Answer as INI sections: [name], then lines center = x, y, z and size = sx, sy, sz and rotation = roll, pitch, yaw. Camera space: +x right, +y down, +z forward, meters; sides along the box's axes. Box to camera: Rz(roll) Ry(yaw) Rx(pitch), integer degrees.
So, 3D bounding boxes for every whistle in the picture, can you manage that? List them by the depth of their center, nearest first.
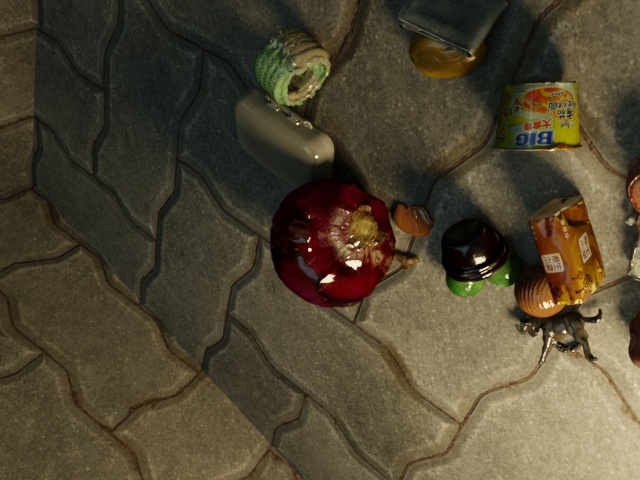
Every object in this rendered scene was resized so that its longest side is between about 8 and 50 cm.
[whistle]
center = 0.739, -0.064, 1.238
size = 0.142, 0.133, 0.345
rotation = 13, 127, 26

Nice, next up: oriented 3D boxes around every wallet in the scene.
[wallet]
center = 0.312, -0.547, 1.351
size = 0.222, 0.036, 0.167
rotation = 35, 85, 22

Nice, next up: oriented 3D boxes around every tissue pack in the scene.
[tissue pack]
center = 0.594, 0.020, 1.356
size = 0.092, 0.183, 0.226
rotation = -9, 103, 44

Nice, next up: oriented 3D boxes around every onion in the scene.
[onion]
center = 0.000, 0.000, 1.765
size = 0.420, 0.399, 0.397
rotation = 16, 123, 60

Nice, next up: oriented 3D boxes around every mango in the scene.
[mango]
center = 0.316, -0.475, 1.408
size = 0.195, 0.098, 0.137
rotation = 10, 127, 34

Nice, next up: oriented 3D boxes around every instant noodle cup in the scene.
[instant noodle cup]
center = 0.502, -0.286, 1.293
size = 0.205, 0.205, 0.152
rotation = 10, 107, 37

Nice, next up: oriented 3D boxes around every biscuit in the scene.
[biscuit]
center = 0.280, -0.061, 1.699
size = 0.131, 0.019, 0.102
rotation = 18, 122, 33

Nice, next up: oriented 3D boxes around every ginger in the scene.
[ginger]
center = 0.269, 0.068, 1.765
size = 0.097, 0.030, 0.048
rotation = 11, 89, 34

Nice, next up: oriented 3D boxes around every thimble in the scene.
[thimble]
center = -0.082, -0.508, 1.653
size = 0.150, 0.219, 0.219
rotation = 49, 133, 15

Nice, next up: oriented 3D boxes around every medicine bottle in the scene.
[medicine bottle]
center = -0.121, -0.314, 1.811
size = 0.375, 0.123, 0.282
rotation = 37, 153, 20

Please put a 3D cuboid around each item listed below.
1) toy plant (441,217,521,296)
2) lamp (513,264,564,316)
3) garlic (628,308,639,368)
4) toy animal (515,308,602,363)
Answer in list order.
[toy plant]
center = 0.424, 0.059, 1.544
size = 0.218, 0.175, 0.235
rotation = -9, 130, 37
[lamp]
center = 0.573, 0.132, 1.462
size = 0.137, 0.136, 0.136
rotation = 19, 122, 33
[garlic]
center = 0.825, 0.240, 1.282
size = 0.245, 0.161, 0.244
rotation = 11, 108, 38
[toy animal]
center = 0.637, 0.245, 1.499
size = 0.233, 0.085, 0.148
rotation = -18, 97, 47
